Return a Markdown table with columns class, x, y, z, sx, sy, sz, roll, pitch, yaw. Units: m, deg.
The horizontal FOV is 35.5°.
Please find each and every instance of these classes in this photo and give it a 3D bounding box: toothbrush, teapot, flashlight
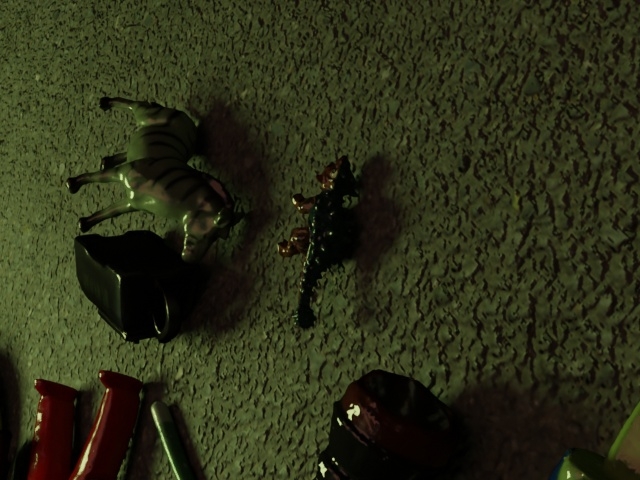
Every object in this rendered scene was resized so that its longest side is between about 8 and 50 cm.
| class | x | y | z | sx | sy | sz | roll | pitch | yaw |
| --- | --- | --- | --- | --- | --- | --- | --- | --- | --- |
| toothbrush | -0.107 | 0.240 | 0.883 | 0.024 | 0.018 | 0.257 | -56 | 44 | 25 |
| teapot | -0.186 | 0.055 | 0.994 | 0.177 | 0.087 | 0.096 | 28 | 117 | 49 |
| flashlight | 0.010 | 0.206 | 0.726 | 0.093 | 0.093 | 0.232 | 49 | 116 | 45 |

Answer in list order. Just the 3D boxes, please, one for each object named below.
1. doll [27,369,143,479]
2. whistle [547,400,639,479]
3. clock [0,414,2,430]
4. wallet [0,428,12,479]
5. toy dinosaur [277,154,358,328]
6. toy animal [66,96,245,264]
| class | x | y | z | sx | sy | sz | roll | pitch | yaw |
| --- | --- | --- | --- | --- | --- | --- | --- | --- | --- |
| doll | -0.265 | 0.320 | 0.973 | 0.188 | 0.099 | 0.384 | -16 | 61 | 43 |
| whistle | 0.163 | 0.172 | 0.569 | 0.105 | 0.085 | 0.228 | 34 | 101 | 38 |
| clock | -0.489 | 0.267 | 1.242 | 0.277 | 0.071 | 0.294 | -14 | 73 | 31 |
| wallet | -0.363 | 0.331 | 1.070 | 0.137 | 0.031 | 0.255 | 130 | 150 | -75 |
| toy dinosaur | 0.000 | 0.000 | 0.837 | 0.055 | 0.049 | 0.154 | -3 | 68 | 43 |
| toy animal | -0.159 | -0.072 | 1.004 | 0.175 | 0.073 | 0.217 | -7 | 46 | 11 |
